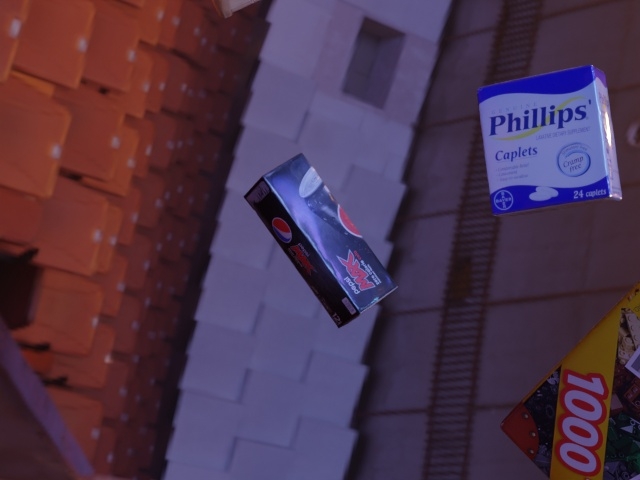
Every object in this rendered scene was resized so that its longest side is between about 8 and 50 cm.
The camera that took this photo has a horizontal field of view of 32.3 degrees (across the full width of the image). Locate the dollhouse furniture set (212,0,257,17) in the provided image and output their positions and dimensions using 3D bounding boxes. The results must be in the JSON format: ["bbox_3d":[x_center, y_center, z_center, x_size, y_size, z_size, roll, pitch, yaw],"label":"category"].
[{"bbox_3d":[-0.089,-0.398,0.933,0.355,0.173,0.303,64,-3,9],"label":"dollhouse furniture set"}]

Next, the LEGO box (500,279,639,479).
[{"bbox_3d":[0.502,0.174,1.253,0.372,0.193,0.500,45,-47,15],"label":"LEGO box"}]

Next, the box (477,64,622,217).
[{"bbox_3d":[0.236,-0.100,1.147,0.126,0.072,0.137,-9,-94,25],"label":"box"}]

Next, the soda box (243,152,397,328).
[{"bbox_3d":[0.000,0.000,1.113,0.169,0.060,0.053,55,-32,3],"label":"soda box"}]
